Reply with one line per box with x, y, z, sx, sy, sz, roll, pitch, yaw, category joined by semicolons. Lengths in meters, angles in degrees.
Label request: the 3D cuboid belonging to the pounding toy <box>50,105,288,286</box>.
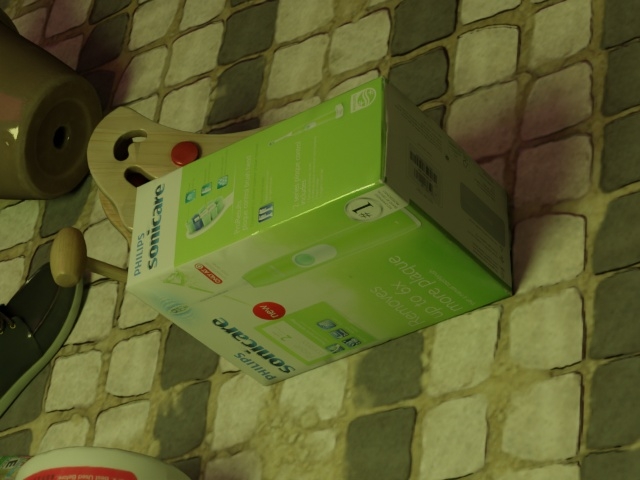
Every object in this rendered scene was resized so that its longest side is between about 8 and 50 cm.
-0.149;-0.041;1.771;0.269;0.155;0.154;-11;58;-2;pounding toy

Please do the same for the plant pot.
-0.384;-0.148;2.024;0.229;0.263;0.263;17;72;29;plant pot

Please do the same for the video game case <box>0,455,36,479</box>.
-0.311;0.291;1.699;0.193;0.023;0.212;-6;34;40;video game case

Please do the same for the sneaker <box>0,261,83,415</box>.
-0.356;0.098;1.874;0.083;0.118;0.222;27;80;50;sneaker

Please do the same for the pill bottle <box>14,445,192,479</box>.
-0.205;0.354;1.492;0.176;0.176;0.319;-19;48;32;pill bottle

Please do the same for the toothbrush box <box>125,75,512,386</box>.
0.000;0.000;1.551;0.283;0.206;0.122;-21;49;30;toothbrush box
